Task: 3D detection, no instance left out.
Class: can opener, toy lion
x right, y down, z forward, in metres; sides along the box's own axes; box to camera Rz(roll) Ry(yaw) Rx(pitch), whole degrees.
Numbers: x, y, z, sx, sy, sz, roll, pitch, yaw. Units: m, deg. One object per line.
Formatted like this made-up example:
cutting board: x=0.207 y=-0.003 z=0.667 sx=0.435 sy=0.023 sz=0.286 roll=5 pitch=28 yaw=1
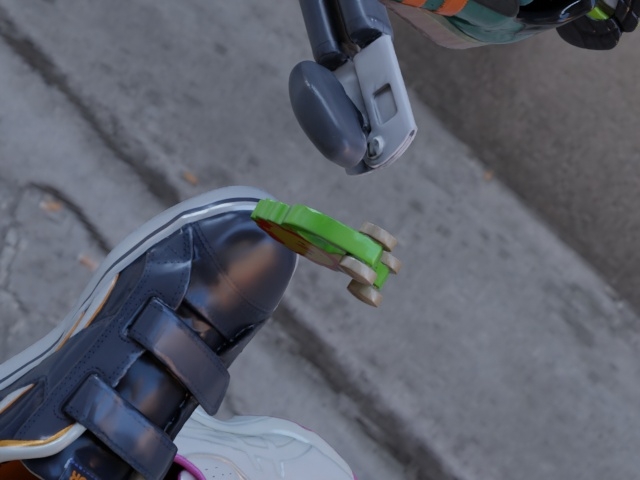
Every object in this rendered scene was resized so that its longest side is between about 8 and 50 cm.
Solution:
can opener: x=0.009 y=-0.181 z=1.228 sx=0.095 sy=0.076 sz=0.283 roll=20 pitch=47 yaw=-45
toy lion: x=0.000 y=0.000 z=0.899 sx=0.096 sy=0.034 sz=0.100 roll=28 pitch=-10 yaw=11

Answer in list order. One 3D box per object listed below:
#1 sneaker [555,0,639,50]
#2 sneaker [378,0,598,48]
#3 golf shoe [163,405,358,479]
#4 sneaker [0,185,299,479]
sneaker: x=0.280 y=-0.343 z=1.424 sx=0.111 sy=0.300 sz=0.121 roll=11 pitch=27 yaw=2
sneaker: x=0.069 y=-0.198 z=0.937 sx=0.302 sy=0.121 sz=0.108 roll=11 pitch=79 yaw=-50
golf shoe: x=-0.092 y=0.207 z=1.247 sx=0.306 sy=0.115 sz=0.140 roll=25 pitch=29 yaw=-26
sneaker: x=-0.131 y=0.103 z=0.981 sx=0.126 sy=0.321 sz=0.127 roll=46 pitch=7 yaw=-38
